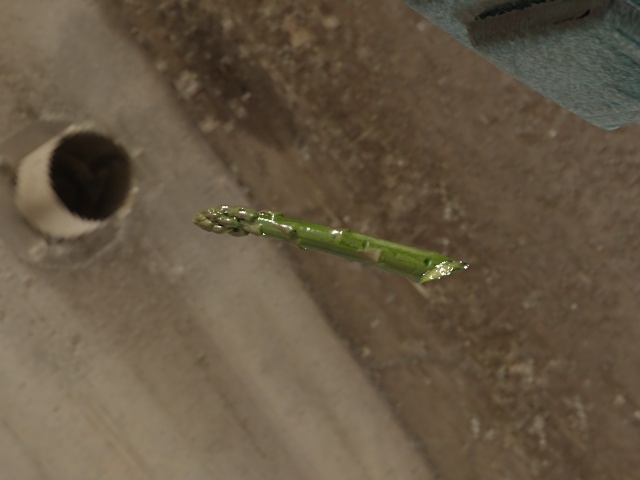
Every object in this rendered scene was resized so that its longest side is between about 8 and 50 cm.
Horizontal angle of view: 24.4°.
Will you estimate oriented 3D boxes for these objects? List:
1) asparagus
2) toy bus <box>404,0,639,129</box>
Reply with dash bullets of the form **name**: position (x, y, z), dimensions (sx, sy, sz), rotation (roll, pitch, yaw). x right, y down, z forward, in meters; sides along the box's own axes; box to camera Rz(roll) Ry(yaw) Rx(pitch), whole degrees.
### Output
- **asparagus**: position (0.000, 0.000, 1.155), dimensions (0.236, 0.027, 0.034), rotation (13, 151, 21)
- **toy bus**: position (0.159, -0.136, 0.513), dimensions (0.138, 0.167, 0.275), rotation (28, 167, -26)
